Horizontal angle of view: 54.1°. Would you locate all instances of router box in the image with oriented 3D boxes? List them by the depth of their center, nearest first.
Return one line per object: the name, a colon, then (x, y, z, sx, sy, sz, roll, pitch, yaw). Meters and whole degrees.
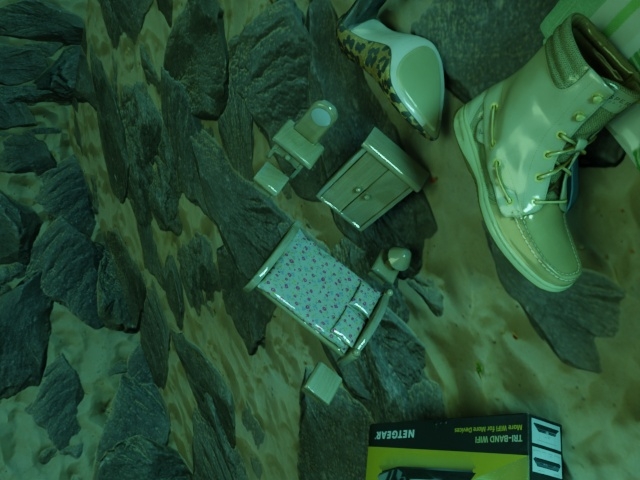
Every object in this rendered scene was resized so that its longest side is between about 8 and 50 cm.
router box: (0.188, 0.381, 0.885, 0.309, 0.081, 0.243, -24, 50, 48)

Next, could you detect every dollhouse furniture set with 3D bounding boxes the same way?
dollhouse furniture set: (0.000, 0.000, 0.930, 0.303, 0.355, 0.174, 39, 143, -8)

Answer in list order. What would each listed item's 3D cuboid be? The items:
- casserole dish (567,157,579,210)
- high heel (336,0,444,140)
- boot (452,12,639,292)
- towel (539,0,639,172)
casserole dish: (0.277, -0.111, 0.795, 0.114, 0.037, 0.188, 5, 101, 55)
high heel: (0.106, -0.259, 0.990, 0.261, 0.093, 0.186, 69, 162, 3)
boot: (0.271, -0.092, 0.697, 0.203, 0.095, 0.262, -41, 60, 50)
towel: (0.383, -0.187, 0.627, 0.248, 0.038, 0.325, -51, 55, 47)
